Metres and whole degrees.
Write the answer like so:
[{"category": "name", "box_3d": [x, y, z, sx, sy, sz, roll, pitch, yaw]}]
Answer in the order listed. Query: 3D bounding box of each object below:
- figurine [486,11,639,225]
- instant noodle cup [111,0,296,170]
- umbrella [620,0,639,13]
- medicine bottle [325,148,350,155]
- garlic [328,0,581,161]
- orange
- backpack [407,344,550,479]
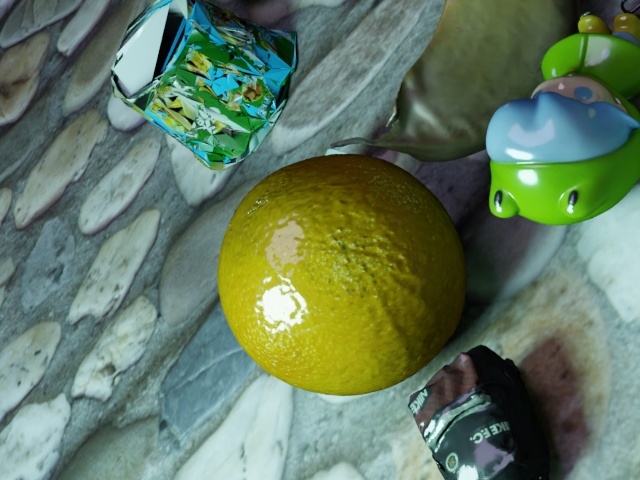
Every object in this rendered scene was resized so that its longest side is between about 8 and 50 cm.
[{"category": "figurine", "box_3d": [0.263, -0.125, 1.508, 0.162, 0.143, 0.263, 5, 52, 34]}, {"category": "instant noodle cup", "box_3d": [-0.173, -0.240, 2.125, 0.240, 0.178, 0.240, -33, 42, 36]}, {"category": "umbrella", "box_3d": [0.381, -0.281, 1.563, 0.149, 0.022, 0.022, -32, 6, 25]}, {"category": "medicine bottle", "box_3d": [0.000, 0.000, 1.821, 0.074, 0.074, 0.218, 17, 83, 56]}, {"category": "garlic", "box_3d": [0.156, -0.190, 1.631, 0.338, 0.196, 0.151, -61, 20, -13]}, {"category": "orange", "box_3d": [0.022, 0.038, 1.591, 0.274, 0.274, 0.274, -32, 43, 37]}, {"category": "backpack", "box_3d": [0.155, 0.186, 1.446, 0.120, 0.106, 0.165, -46, 33, 15]}]
